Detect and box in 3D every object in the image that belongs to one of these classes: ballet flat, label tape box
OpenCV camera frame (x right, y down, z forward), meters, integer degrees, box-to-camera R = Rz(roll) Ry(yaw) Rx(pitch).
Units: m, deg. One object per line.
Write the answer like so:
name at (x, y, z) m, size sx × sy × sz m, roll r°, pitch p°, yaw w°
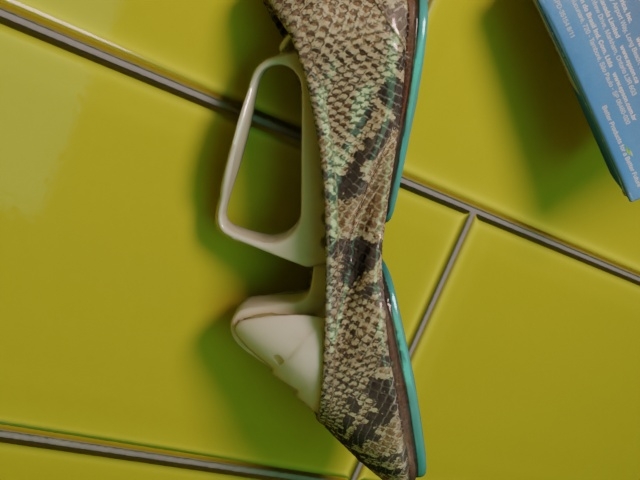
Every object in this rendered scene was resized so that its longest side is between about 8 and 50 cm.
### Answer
ballet flat at (0.000, 0.000, 0.819) m, size 0.182 × 0.164 × 0.483 m, roll -4°, pitch 105°, yaw -7°
label tape box at (0.394, -0.220, 0.862) m, size 0.333 × 0.106 × 0.241 m, roll -25°, pitch 111°, yaw 15°
